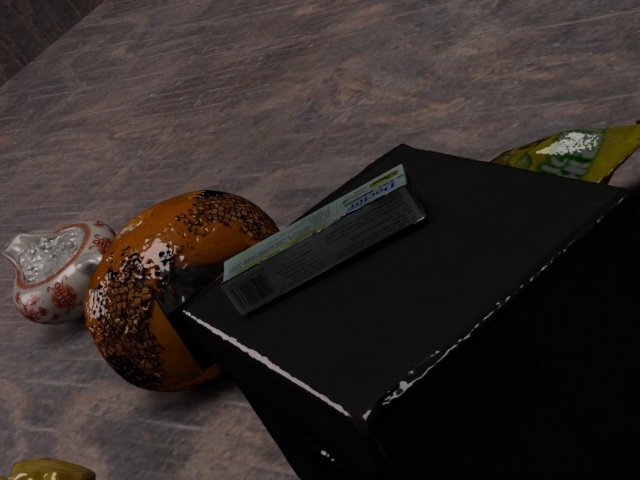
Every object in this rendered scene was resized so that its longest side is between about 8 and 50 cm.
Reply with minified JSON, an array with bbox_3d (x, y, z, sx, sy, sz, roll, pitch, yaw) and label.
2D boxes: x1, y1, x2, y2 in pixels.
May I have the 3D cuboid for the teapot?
[{"bbox_3d":[-0.322,0.041,1.895,0.245,0.116,0.159,-7,30,47],"label":"teapot"}]

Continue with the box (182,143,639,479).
[{"bbox_3d":[0.095,0.090,1.108,0.251,0.204,0.345,-39,23,-13],"label":"box"}]

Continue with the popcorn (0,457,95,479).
[{"bbox_3d":[-0.245,0.271,1.287,0.152,0.148,0.167,-47,22,46],"label":"popcorn"}]

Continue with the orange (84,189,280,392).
[{"bbox_3d":[-0.143,0.051,1.565,0.234,0.182,0.234,-41,14,13],"label":"orange"}]

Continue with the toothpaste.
[{"bbox_3d":[0.000,0.000,1.100,0.164,0.034,0.046,-29,22,11],"label":"toothpaste"}]

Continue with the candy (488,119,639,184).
[{"bbox_3d":[0.190,-0.036,1.407,0.187,0.081,0.297,-49,15,-33],"label":"candy"}]
